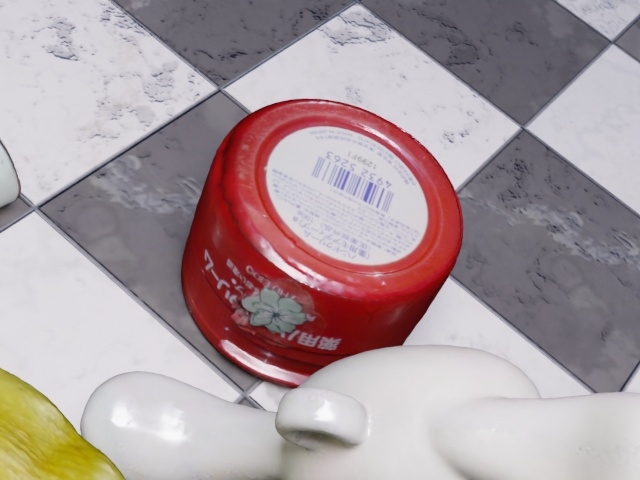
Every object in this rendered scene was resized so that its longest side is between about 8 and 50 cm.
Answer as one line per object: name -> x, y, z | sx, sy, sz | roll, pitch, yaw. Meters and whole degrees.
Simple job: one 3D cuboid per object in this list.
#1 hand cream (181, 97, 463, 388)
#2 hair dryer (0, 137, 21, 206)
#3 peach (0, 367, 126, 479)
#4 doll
hand cream -> 0.000, 0.000, 0.857 | 0.230, 0.149, 0.230 | 12, 48, -14
hair dryer -> -0.375, -0.093, 0.837 | 0.236, 0.073, 0.131 | 44, 52, 18
peach -> -0.239, 0.203, 0.515 | 0.315, 0.281, 0.314 | 42, 7, -16
doll -> 0.081, 0.179, 0.680 | 0.376, 0.365, 0.187 | 18, 76, 38
